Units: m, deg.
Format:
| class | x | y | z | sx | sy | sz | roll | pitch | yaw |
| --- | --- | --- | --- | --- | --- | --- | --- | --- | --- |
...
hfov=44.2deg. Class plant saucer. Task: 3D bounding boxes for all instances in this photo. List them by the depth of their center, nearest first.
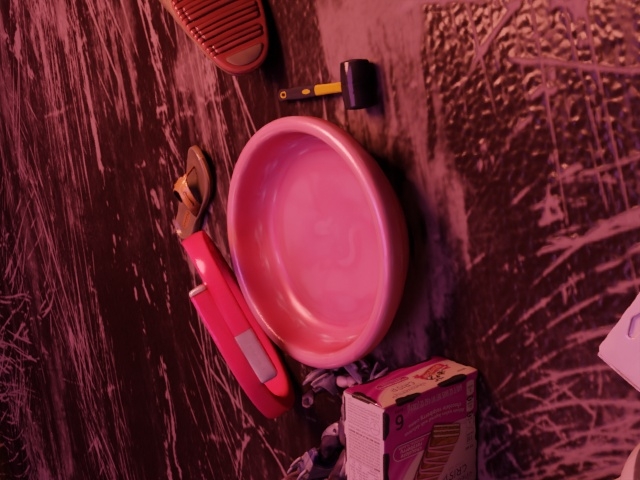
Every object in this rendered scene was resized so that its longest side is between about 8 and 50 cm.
| class | x | y | z | sx | sy | sz | roll | pitch | yaw |
| --- | --- | --- | --- | --- | --- | --- | --- | --- | --- |
| plant saucer | 0.000 | 0.000 | 1.048 | 0.332 | 0.084 | 0.332 | 15 | 110 | 47 |

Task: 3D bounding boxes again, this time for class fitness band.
| class | x | y | z | sx | sy | sz | roll | pitch | yaw |
| --- | --- | --- | --- | --- | --- | --- | --- | --- | --- |
| fitness band | -0.120 | 0.122 | 1.140 | 0.290 | 0.054 | 0.209 | 62 | 178 | -3 |

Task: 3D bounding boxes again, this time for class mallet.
| class | x | y | z | sx | sy | sz | roll | pitch | yaw |
| --- | --- | --- | --- | --- | --- | --- | --- | --- | --- |
| mallet | 0.000 | -0.207 | 1.035 | 0.190 | 0.039 | 0.062 | 17 | 114 | 51 |

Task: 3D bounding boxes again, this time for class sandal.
| class | x | y | z | sx | sy | sz | roll | pitch | yaw |
| --- | --- | --- | --- | --- | --- | --- | --- | --- | --- |
| sandal | -0.223 | -0.073 | 1.323 | 0.072 | 0.049 | 0.180 | 46 | 131 | 33 |

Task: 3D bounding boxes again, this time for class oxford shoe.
| class | x | y | z | sx | sy | sz | roll | pitch | yaw |
| --- | --- | --- | --- | --- | --- | --- | --- | --- | --- |
| oxford shoe | -0.178 | -0.368 | 1.171 | 0.348 | 0.123 | 0.130 | 61 | 164 | 18 |

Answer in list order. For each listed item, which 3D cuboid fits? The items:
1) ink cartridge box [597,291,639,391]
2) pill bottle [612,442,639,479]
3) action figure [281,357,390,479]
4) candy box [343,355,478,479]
| class | x | y | z | sx | sy | sz | roll | pitch | yaw |
| --- | --- | --- | --- | --- | --- | --- | --- | --- | --- |
| ink cartridge box | 0.308 | 0.063 | 0.654 | 0.056 | 0.135 | 0.099 | 47 | 132 | 31 |
| pill bottle | 0.358 | 0.198 | 0.576 | 0.204 | 0.204 | 0.361 | 58 | 136 | 23 |
| action figure | 0.035 | 0.273 | 1.068 | 0.185 | 0.099 | 0.285 | 57 | 133 | 40 |
| candy box | 0.109 | 0.271 | 0.928 | 0.071 | 0.159 | 0.233 | 15 | 111 | 49 |
